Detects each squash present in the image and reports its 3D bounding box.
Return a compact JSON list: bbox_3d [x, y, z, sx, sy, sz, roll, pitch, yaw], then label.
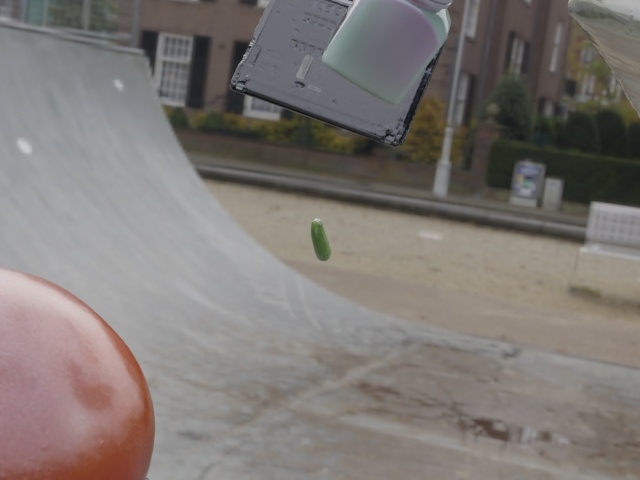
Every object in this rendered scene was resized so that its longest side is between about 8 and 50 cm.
[{"bbox_3d":[-0.001,0.001,1.561,0.027,0.027,0.089,10,-34,21],"label":"squash"}]

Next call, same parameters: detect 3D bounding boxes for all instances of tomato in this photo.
[{"bbox_3d":[-0.320,0.173,0.957,0.322,0.321,0.321,8,5,-1],"label":"tomato"}]

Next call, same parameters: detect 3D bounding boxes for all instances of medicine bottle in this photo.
[{"bbox_3d":[0.061,-0.173,0.825,0.074,0.118,0.055,30,37,-9],"label":"medicine bottle"}]

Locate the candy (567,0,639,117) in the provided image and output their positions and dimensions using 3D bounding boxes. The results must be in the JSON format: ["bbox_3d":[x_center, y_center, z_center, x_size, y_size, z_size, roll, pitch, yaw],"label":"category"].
[{"bbox_3d":[0.328,-0.187,0.806,0.145,0.208,0.359,31,5,27],"label":"candy"}]

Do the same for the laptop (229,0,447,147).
[{"bbox_3d":[0.017,-0.172,1.018,0.180,0.129,0.016,21,-13,11],"label":"laptop"}]
